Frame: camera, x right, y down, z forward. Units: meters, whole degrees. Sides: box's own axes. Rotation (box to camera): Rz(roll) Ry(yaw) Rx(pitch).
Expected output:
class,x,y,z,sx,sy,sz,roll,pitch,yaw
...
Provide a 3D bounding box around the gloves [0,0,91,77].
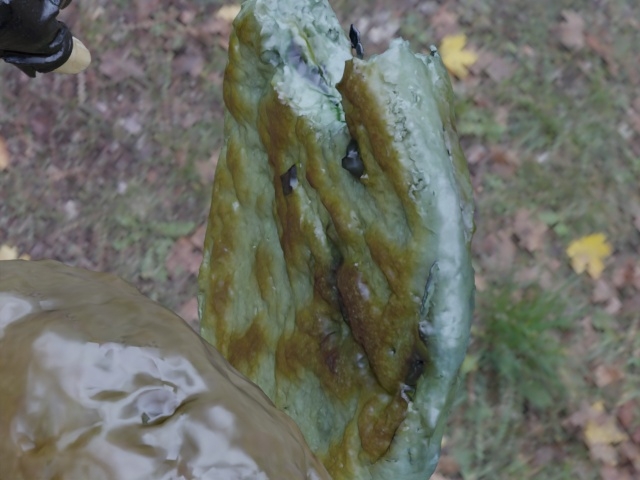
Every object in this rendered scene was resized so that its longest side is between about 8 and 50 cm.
class,x,y,z,sx,sy,sz,roll,pitch,yaw
gloves,-0.224,-0.170,0.973,0.164,0.124,0.203,39,4,2

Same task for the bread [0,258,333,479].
class,x,y,z,sx,sy,sz,roll,pitch,yaw
bread,-0.079,0.122,0.395,0.123,0.230,0.230,31,42,-47

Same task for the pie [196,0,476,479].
class,x,y,z,sx,sy,sz,roll,pitch,yaw
pie,-0.001,0.007,0.814,0.067,0.302,0.302,-6,63,-27
